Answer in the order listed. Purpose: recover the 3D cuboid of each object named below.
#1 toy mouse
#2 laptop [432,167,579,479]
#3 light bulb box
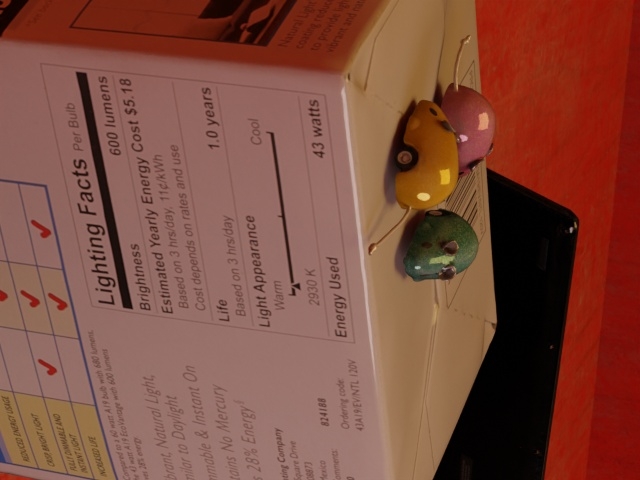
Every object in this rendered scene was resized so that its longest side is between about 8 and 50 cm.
[{"bbox_3d":[0.077,-0.031,1.031,0.143,0.031,0.161,60,42,-59],"label":"toy mouse"},{"bbox_3d":[0.125,0.008,1.717,0.236,0.408,0.382,-31,137,-37],"label":"laptop"},{"bbox_3d":[-0.099,-0.032,1.128,0.225,0.361,0.358,-60,151,-47],"label":"light bulb box"}]
